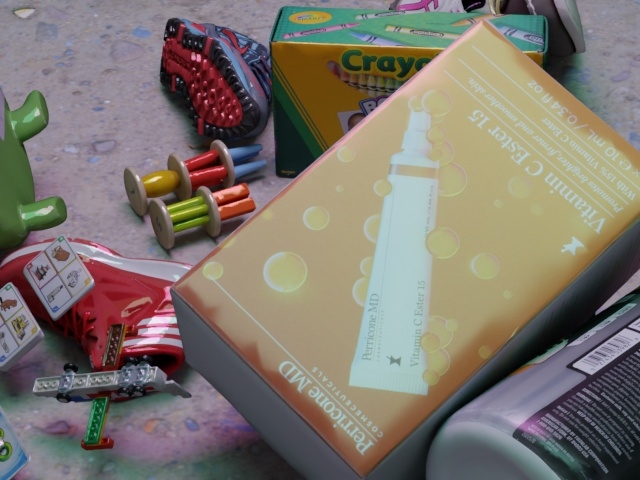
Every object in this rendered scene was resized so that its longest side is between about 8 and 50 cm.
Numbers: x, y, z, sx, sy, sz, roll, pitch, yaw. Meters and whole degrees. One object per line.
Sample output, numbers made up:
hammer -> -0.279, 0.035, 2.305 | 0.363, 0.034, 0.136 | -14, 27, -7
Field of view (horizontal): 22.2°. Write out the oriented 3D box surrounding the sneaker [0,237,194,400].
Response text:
sneaker -> -0.213, 0.071, 1.473 | 0.221, 0.087, 0.128 | 2, 41, 20

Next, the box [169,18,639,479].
box -> 0.081, 0.028, 1.310 | 0.345, 0.168, 0.215 | -42, 72, -16

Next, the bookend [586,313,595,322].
bookend -> 0.166, 0.069, 1.451 | 0.157, 0.072, 0.156 | 5, 44, 9

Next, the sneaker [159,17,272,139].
sneaker -> -0.089, -0.186, 1.795 | 0.125, 0.104, 0.262 | 0, 25, -22

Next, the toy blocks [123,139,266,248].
toy blocks -> -0.110, -0.053, 1.666 | 0.148, 0.054, 0.123 | -18, 38, -22

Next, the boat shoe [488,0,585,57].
boat shoe -> 0.236, -0.248, 1.805 | 0.091, 0.109, 0.305 | -15, 3, 8

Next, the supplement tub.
supplement tub -> 0.250, 0.148, 1.253 | 0.316, 0.193, 0.193 | -29, 44, -33

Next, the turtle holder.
turtle holder -> -0.387, -0.057, 1.567 | 0.227, 0.243, 0.320 | -22, 69, 7

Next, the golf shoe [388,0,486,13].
golf shoe -> 0.133, -0.266, 1.938 | 0.086, 0.067, 0.186 | 16, 39, 21

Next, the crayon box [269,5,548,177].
crayon box -> 0.092, -0.148, 1.693 | 0.278, 0.165, 0.081 | 3, 36, 7

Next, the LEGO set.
LEGO set -> -0.229, 0.130, 1.401 | 0.182, 0.060, 0.244 | -42, 47, 1
